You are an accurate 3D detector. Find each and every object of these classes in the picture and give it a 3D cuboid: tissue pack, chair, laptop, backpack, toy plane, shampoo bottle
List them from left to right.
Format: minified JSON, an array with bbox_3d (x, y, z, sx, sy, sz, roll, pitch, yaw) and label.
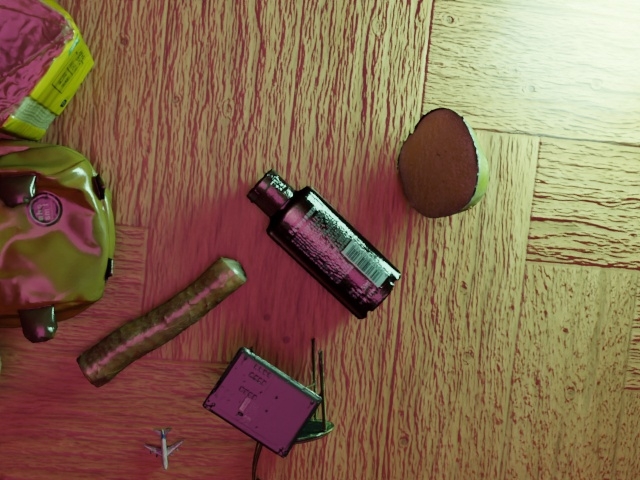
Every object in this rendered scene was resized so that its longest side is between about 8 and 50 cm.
[{"bbox_3d":[-0.542,-0.318,1.438,0.293,0.382,0.228,33,87,-10],"label":"tissue pack"},{"bbox_3d":[-0.547,0.000,1.560,0.377,0.201,0.354,-9,95,-8],"label":"backpack"},{"bbox_3d":[-0.301,0.400,1.723,0.077,0.024,0.085,-4,102,-9],"label":"toy plane"},{"bbox_3d":[-0.102,0.290,1.604,0.180,0.016,0.129,34,86,-9],"label":"laptop"},{"bbox_3d":[-0.058,0.361,1.695,0.170,0.160,0.326,-7,92,-7],"label":"chair"},{"bbox_3d":[0.000,0.000,1.703,0.323,0.084,0.129,42,86,-9],"label":"shampoo bottle"}]

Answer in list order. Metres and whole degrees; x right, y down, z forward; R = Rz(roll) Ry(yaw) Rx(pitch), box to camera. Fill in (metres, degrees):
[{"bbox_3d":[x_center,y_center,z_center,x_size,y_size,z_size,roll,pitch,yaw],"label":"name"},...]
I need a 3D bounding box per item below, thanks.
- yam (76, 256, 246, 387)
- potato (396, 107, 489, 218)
[{"bbox_3d":[-0.294,0.149,1.676,0.356,0.081,0.081,-36,100,-5],"label":"yam"},{"bbox_3d":[0.253,-0.143,1.709,0.117,0.182,0.202,-2,76,-45],"label":"potato"}]
